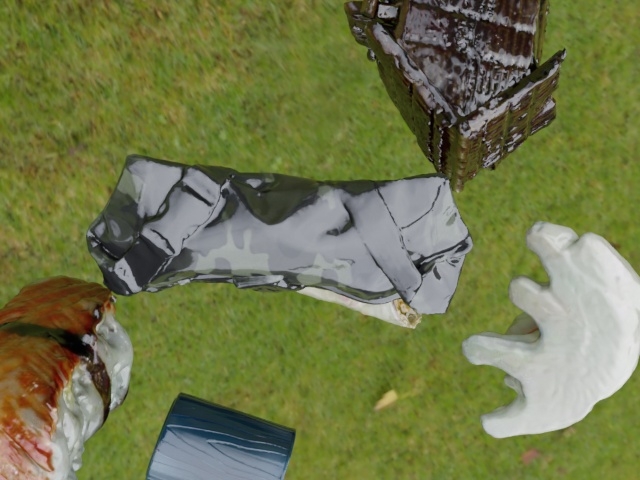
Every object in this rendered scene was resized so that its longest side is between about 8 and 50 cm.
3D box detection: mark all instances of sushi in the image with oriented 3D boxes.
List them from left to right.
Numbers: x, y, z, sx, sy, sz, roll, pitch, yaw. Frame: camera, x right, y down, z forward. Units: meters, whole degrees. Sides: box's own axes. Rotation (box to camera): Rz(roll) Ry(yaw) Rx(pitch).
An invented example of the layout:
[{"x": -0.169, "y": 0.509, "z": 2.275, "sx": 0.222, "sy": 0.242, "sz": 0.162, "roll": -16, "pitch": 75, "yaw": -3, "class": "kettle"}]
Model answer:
[{"x": -0.240, "y": 0.130, "z": 0.832, "sx": 0.124, "sy": 0.332, "sz": 0.130, "roll": 1, "pitch": 108, "yaw": 5, "class": "sushi"}]

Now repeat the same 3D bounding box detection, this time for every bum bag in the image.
[{"x": -0.036, "y": -0.007, "z": 0.854, "sx": 0.340, "sy": 0.095, "sz": 0.144, "roll": 3, "pitch": 121, "yaw": 2, "class": "bum bag"}]

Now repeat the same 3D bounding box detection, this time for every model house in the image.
[{"x": 0.182, "y": -0.208, "z": 1.348, "sx": 0.297, "sy": 0.282, "sz": 0.317, "roll": 3, "pitch": 163, "yaw": 6, "class": "model house"}]

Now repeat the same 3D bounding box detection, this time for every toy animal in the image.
[{"x": 0.332, "y": 0.096, "z": 1.329, "sx": 0.188, "sy": 0.266, "sz": 0.308, "roll": -34, "pitch": 110, "yaw": -46, "class": "toy animal"}]

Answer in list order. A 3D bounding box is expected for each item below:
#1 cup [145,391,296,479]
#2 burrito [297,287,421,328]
[{"x": -0.112, "y": 0.246, "z": 1.046, "sx": 0.138, "sy": 0.150, "sz": 0.113, "roll": 20, "pitch": 121, "yaw": -2, "class": "cup"}, {"x": -0.001, "y": 0.004, "z": 1.252, "sx": 0.105, "sy": 0.299, "sz": 0.143, "roll": -28, "pitch": 130, "yaw": -58, "class": "burrito"}]
